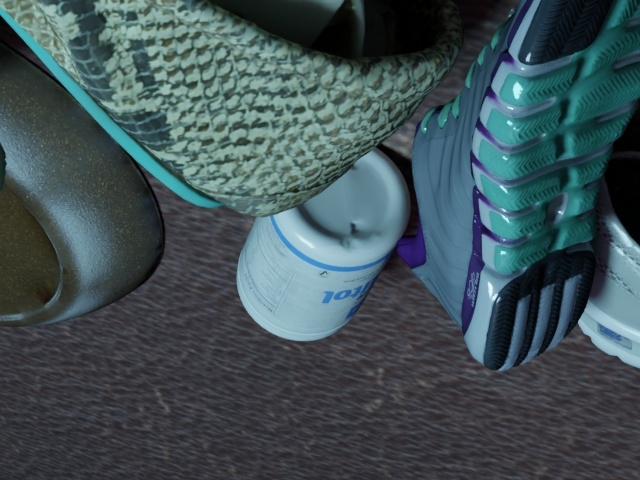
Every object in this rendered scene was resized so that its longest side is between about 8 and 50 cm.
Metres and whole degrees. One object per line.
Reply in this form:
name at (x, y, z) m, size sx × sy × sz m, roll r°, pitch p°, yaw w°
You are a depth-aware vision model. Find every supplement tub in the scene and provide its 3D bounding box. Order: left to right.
supplement tub at (0.000, 0.000, 0.967) m, size 0.071 × 0.071 × 0.107 m, roll 24°, pitch 151°, yaw -1°

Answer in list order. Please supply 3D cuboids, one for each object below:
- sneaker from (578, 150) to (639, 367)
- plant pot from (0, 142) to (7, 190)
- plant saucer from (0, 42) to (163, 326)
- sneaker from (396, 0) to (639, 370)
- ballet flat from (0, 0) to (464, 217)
sneaker at (0.228, 0.022, 0.803) m, size 0.281 × 0.105 × 0.115 m, roll 8°, pitch 147°, yaw 27°
plant pot at (-0.346, -0.102, 0.811) m, size 0.334 × 0.334 × 0.305 m, roll 0°, pitch 122°, yaw 36°
plant saucer at (-0.243, -0.037, 1.107) m, size 0.311 × 0.050 × 0.310 m, roll 17°, pitch 149°, yaw 11°
sneaker at (0.073, -0.053, 0.797) m, size 0.098 × 0.083 × 0.223 m, roll 42°, pitch 135°, yaw 37°
ballet flat at (-0.126, -0.184, 0.708) m, size 0.182 × 0.164 × 0.483 m, roll -33°, pitch 127°, yaw 31°
